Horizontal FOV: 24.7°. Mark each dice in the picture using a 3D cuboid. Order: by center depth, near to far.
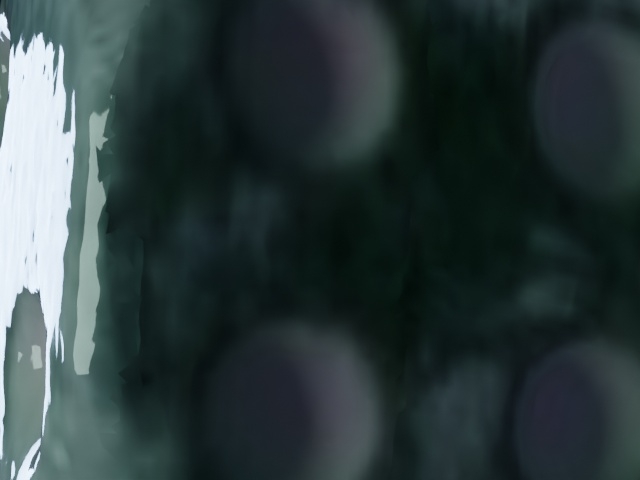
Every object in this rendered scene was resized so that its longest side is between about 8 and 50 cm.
[{"bbox_3d":[0.000,0.000,0.756,0.330,0.328,0.348,180,94,-68],"label":"dice"}]
